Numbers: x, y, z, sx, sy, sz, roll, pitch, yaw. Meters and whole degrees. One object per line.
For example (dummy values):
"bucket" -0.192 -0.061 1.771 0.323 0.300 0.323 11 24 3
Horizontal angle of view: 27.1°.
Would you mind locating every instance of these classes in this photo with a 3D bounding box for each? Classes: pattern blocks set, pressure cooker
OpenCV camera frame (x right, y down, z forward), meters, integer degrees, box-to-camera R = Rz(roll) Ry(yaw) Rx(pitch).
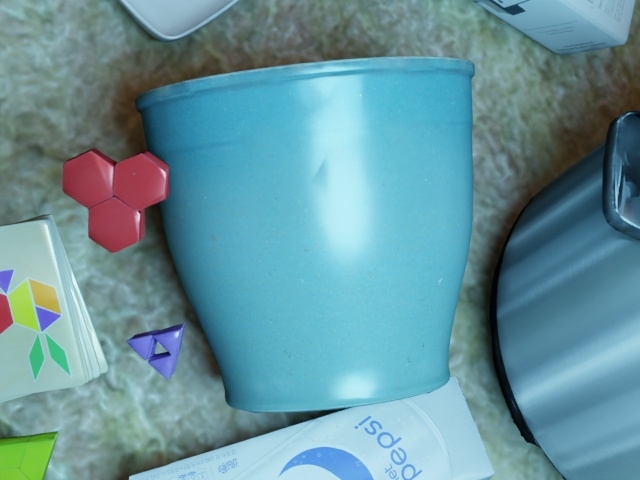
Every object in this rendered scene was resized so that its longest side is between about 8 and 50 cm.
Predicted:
"pattern blocks set" -0.266 0.059 1.026 0.325 0.026 0.285 -1 104 6
"pressure cooker" 0.375 0.034 1.013 0.370 0.420 0.375 -28 82 -28

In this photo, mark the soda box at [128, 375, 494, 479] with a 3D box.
"soda box" -0.010 0.203 1.090 0.286 0.098 0.091 -15 69 -14

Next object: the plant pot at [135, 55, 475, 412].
"plant pot" 0.000 0.000 1.064 0.271 0.271 0.255 -6 91 -13

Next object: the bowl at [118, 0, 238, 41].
"bowl" -0.130 -0.253 1.176 0.142 0.053 0.142 -39 91 -15

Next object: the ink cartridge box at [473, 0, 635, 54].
"ink cartridge box" 0.189 -0.285 1.182 0.219 0.092 0.160 24 74 -35
